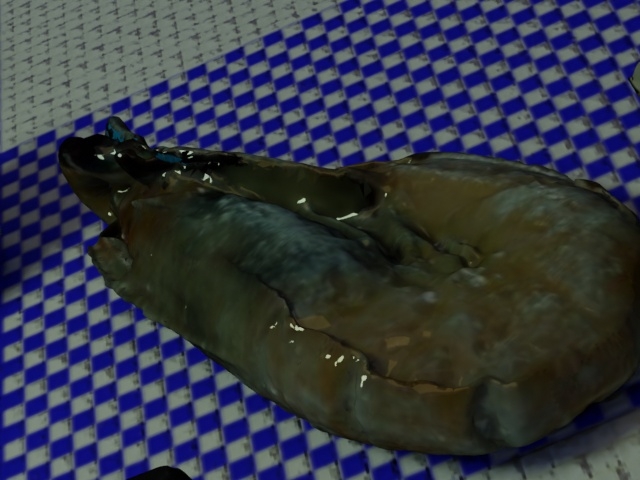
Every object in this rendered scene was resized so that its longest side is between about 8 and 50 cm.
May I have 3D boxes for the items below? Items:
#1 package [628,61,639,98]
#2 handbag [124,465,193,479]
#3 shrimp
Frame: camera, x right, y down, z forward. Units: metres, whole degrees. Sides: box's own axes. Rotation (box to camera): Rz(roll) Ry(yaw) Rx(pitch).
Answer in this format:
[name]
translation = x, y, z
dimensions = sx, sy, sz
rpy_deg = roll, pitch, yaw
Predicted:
[package]
translation = 0.288, -0.037, 0.877
dimensions = 0.165, 0.221, 0.311
rpy_deg = -61, 31, 24
[handbag]
translation = -0.155, 0.235, 0.859
dimensions = 0.247, 0.080, 0.223
rpy_deg = -22, 37, 9
[shrimp]
translation = 0.000, 0.000, 1.033
dimensions = 0.446, 0.110, 0.221
rpy_deg = 20, 52, 41
